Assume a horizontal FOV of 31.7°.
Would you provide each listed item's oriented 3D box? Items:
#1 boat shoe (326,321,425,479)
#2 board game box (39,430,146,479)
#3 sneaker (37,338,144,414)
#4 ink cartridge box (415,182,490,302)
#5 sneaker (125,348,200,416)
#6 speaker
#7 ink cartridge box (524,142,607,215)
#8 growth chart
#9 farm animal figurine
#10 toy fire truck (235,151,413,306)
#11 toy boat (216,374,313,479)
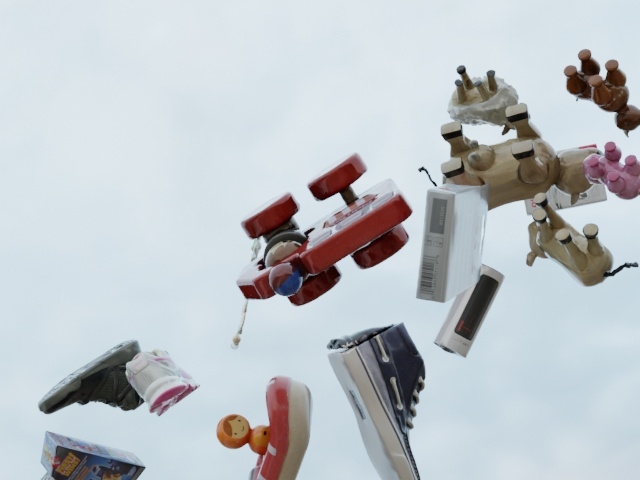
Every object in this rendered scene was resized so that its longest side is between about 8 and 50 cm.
[{"bbox_3d":[0.150,0.317,2.149,0.158,0.340,0.127,-24,3,-22],"label":"boat shoe"},{"bbox_3d":[-0.448,0.435,2.032,0.194,0.060,0.194,-52,-51,-7],"label":"board game box"},{"bbox_3d":[-0.424,0.297,2.170,0.228,0.130,0.087,-30,8,-30],"label":"sneaker"},{"bbox_3d":[0.178,-0.004,1.493,0.045,0.145,0.179,9,10,20],"label":"ink cartridge box"},{"bbox_3d":[-0.300,0.256,2.113,0.103,0.111,0.252,-36,-8,-9],"label":"sneaker"},{"bbox_3d":[0.217,0.102,1.648,0.055,0.055,0.136,34,-99,-45],"label":"speaker"},{"bbox_3d":[0.450,-0.112,2.116,0.151,0.109,0.063,-10,-2,7],"label":"ink cartridge box"},{"bbox_3d":[-0.136,0.093,2.102,0.021,0.237,0.172,12,-19,-3],"label":"growth chart"},{"bbox_3d":[0.306,-0.085,1.559,0.327,0.330,0.172,2,-31,30],"label":"farm animal figurine"},{"bbox_3d":[0.000,0.000,1.730,0.302,0.254,0.169,-30,-82,8],"label":"toy fire truck"},{"bbox_3d":[-0.101,0.331,1.894,0.151,0.151,0.231,16,-68,-5],"label":"toy boat"}]
